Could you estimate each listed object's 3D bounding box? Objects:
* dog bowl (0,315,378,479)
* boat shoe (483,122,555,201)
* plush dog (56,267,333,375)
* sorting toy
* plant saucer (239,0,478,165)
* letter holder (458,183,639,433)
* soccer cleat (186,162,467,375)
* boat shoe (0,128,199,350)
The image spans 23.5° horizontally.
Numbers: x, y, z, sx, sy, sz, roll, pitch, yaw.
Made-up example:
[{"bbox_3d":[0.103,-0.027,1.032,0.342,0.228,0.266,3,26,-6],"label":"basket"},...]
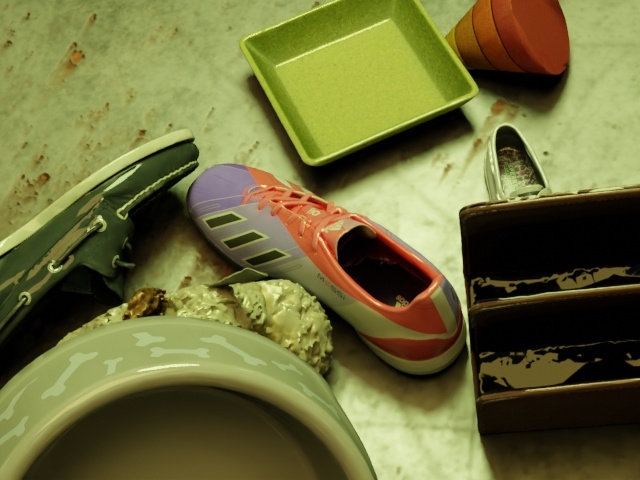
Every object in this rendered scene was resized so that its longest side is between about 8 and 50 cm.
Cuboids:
[{"bbox_3d":[-0.107,0.234,1.144,0.348,0.102,0.349,-1,95,-13],"label":"dog bowl"},{"bbox_3d":[0.194,-0.030,1.431,0.066,0.063,0.184,-9,55,3],"label":"boat shoe"},{"bbox_3d":[-0.107,0.158,1.293,0.262,0.210,0.225,-14,82,1],"label":"plush dog"},{"bbox_3d":[0.182,-0.303,1.618,0.126,0.127,0.366,-20,46,32],"label":"sorting toy"},{"bbox_3d":[0.038,-0.163,1.557,0.188,0.045,0.188,-23,55,-8],"label":"plant saucer"},{"bbox_3d":[0.270,0.053,1.253,0.301,0.214,0.152,-5,71,5],"label":"letter holder"},{"bbox_3d":[0.000,0.000,1.407,0.318,0.116,0.108,34,66,27],"label":"soccer cleat"},{"bbox_3d":[-0.232,0.023,1.435,0.340,0.127,0.113,-36,87,-24],"label":"boat shoe"}]
